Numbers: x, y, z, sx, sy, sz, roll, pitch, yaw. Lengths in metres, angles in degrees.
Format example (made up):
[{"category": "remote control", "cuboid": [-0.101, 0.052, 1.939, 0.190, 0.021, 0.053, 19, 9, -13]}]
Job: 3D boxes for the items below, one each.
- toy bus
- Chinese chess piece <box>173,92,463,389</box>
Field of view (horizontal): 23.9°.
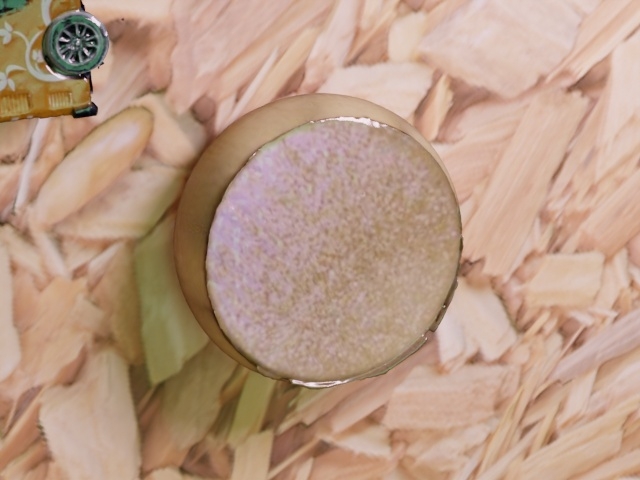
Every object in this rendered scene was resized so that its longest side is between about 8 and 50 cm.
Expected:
[{"category": "toy bus", "cuboid": [-0.268, -0.236, 1.195, 0.167, 0.138, 0.275, -9, 111, -18]}, {"category": "Chinese chess piece", "cuboid": [0.000, 0.000, 1.386, 0.270, 0.112, 0.270, -6, 106, -20]}]
